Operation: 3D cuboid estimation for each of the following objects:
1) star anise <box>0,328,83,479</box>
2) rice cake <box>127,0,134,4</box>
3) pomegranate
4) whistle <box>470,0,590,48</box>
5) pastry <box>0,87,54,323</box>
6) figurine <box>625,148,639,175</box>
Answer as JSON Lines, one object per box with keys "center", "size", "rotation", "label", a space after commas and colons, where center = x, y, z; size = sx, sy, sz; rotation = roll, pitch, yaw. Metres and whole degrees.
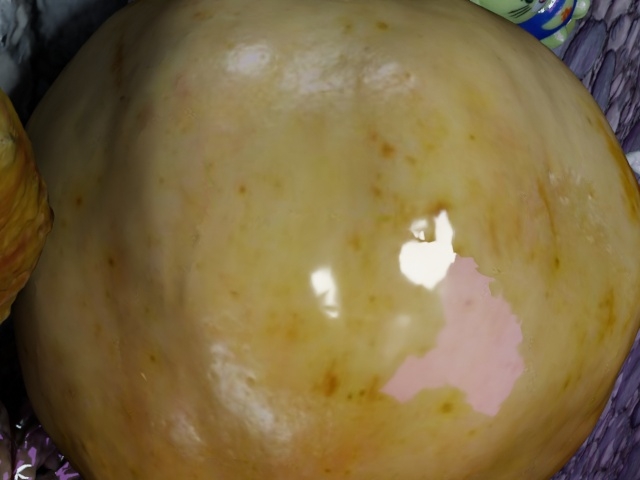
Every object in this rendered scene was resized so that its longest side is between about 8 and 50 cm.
{"center": [-0.227, 0.163, 0.929], "size": [0.236, 0.109, 0.223], "rotation": [-50, 145, -14], "label": "star anise"}
{"center": [-0.021, -0.178, 0.942], "size": [0.189, 0.037, 0.198], "rotation": [-37, 150, 17], "label": "rice cake"}
{"center": [0.000, 0.000, 0.853], "size": [0.411, 0.411, 0.411], "rotation": [-38, 144, -35], "label": "pomegranate"}
{"center": [0.190, -0.225, 1.252], "size": [0.105, 0.085, 0.227], "rotation": [-54, 152, 7], "label": "whistle"}
{"center": [-0.265, 0.026, 0.624], "size": [0.330, 0.136, 0.329], "rotation": [-44, 165, -15], "label": "pastry"}
{"center": [0.186, -0.003, 1.363], "size": [0.315, 0.206, 0.284], "rotation": [-52, 145, -3], "label": "figurine"}
